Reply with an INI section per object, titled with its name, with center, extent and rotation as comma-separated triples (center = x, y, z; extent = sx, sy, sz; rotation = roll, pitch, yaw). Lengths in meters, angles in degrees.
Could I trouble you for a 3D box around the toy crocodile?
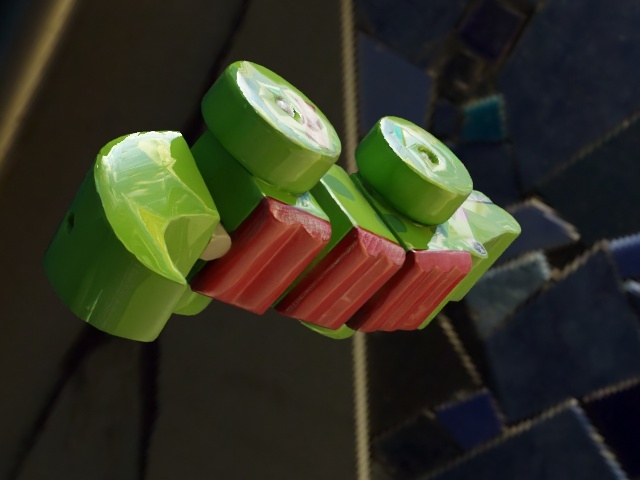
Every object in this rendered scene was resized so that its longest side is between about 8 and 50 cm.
[toy crocodile]
center = 0.000, 0.000, 0.728
extent = 0.115, 0.105, 0.340
rotation = -48, -30, 20
